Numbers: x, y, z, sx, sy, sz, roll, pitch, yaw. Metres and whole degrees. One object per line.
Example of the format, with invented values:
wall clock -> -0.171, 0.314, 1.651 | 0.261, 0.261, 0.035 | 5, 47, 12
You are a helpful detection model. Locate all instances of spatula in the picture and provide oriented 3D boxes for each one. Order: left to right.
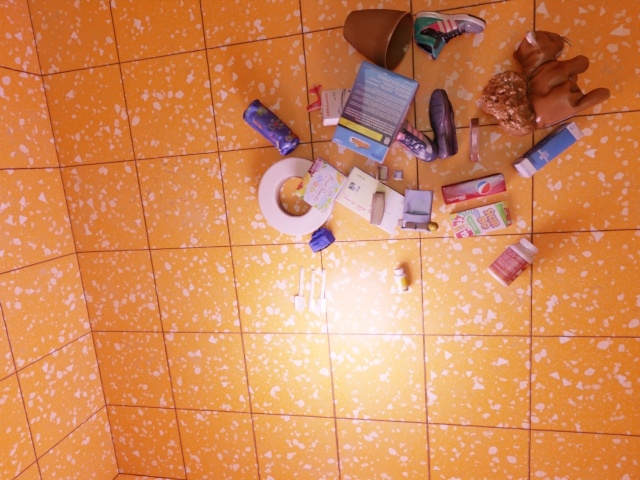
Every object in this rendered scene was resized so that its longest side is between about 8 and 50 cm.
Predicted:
spatula -> -0.049, 0.263, 2.135 | 0.168, 0.019, 0.242 | 6, 103, 12

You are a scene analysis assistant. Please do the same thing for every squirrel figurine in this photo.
squirrel figurine -> 0.853, -0.634, 1.630 | 0.396, 0.281, 0.371 | -22, 89, 13

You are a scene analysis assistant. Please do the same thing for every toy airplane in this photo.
toy airplane -> -0.009, -0.675, 1.932 | 0.151, 0.028, 0.151 | 2, 101, 11

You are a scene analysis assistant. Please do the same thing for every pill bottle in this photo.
pill bottle -> 0.396, 0.195, 1.997 | 0.065, 0.065, 0.117 | -9, 99, 14
pill bottle -> 0.877, 0.095, 1.841 | 0.121, 0.121, 0.216 | 40, 107, 2

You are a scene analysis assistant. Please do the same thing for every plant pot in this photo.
plant pot -> 0.234, -0.893, 1.750 | 0.254, 0.237, 0.237 | 32, 107, 19

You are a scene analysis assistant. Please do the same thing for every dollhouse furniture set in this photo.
dollhouse furniture set -> 0.386, -0.181, 1.797 | 0.303, 0.198, 0.287 | 6, 100, 9

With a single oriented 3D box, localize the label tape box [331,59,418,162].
label tape box -> 0.231, -0.540, 1.721 | 0.249, 0.115, 0.348 | 26, 111, 9

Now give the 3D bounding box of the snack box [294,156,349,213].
snack box -> 0.005, -0.262, 1.917 | 0.174, 0.070, 0.207 | 37, 107, 4

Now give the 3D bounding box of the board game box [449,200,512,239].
board game box -> 0.743, -0.095, 1.880 | 0.259, 0.039, 0.124 | -15, 98, 12

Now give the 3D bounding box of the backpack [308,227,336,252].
backpack -> 0.000, 0.000, 2.034 | 0.120, 0.098, 0.101 | -35, 83, 29

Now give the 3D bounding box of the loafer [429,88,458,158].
loafer -> 0.556, -0.522, 1.814 | 0.095, 0.109, 0.303 | -13, 103, -19

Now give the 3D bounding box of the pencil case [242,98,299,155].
pencil case -> -0.241, -0.540, 1.960 | 0.306, 0.133, 0.119 | 43, 140, 2

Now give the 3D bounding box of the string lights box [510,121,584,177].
string lights box -> 0.955, -0.383, 1.721 | 0.259, 0.133, 0.077 | -41, 91, 17

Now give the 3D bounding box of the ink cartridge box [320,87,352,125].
ink cartridge box -> 0.102, -0.610, 1.847 | 0.190, 0.082, 0.140 | -6, 88, -4

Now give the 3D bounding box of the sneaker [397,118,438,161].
sneaker -> 0.387, -0.458, 1.821 | 0.319, 0.131, 0.112 | 43, 130, 5

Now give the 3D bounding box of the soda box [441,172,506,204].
soda box -> 0.688, -0.233, 1.832 | 0.263, 0.092, 0.084 | -13, 99, 15

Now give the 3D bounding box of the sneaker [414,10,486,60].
sneaker -> 0.533, -0.859, 1.723 | 0.295, 0.123, 0.179 | 15, 99, 17

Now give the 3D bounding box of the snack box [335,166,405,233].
snack box -> 0.254, -0.194, 1.953 | 0.321, 0.060, 0.187 | 32, 104, 4

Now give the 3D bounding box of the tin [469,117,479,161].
tin -> 0.678, -0.442, 1.786 | 0.040, 0.106, 0.190 | -1, 100, 13

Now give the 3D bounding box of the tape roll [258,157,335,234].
tape roll -> -0.120, -0.221, 2.026 | 0.391, 0.072, 0.393 | 2, 101, 12
